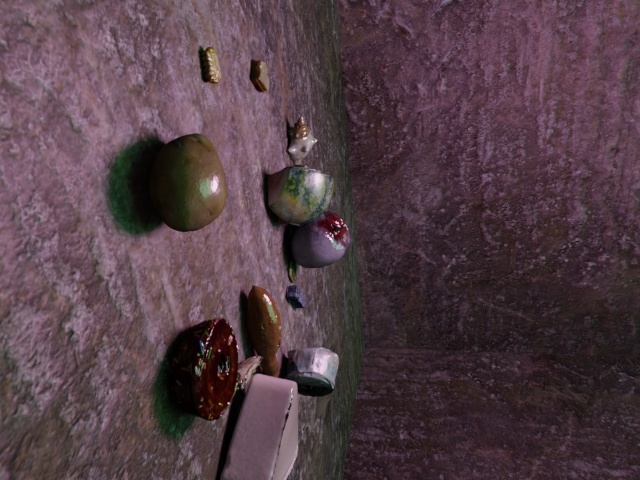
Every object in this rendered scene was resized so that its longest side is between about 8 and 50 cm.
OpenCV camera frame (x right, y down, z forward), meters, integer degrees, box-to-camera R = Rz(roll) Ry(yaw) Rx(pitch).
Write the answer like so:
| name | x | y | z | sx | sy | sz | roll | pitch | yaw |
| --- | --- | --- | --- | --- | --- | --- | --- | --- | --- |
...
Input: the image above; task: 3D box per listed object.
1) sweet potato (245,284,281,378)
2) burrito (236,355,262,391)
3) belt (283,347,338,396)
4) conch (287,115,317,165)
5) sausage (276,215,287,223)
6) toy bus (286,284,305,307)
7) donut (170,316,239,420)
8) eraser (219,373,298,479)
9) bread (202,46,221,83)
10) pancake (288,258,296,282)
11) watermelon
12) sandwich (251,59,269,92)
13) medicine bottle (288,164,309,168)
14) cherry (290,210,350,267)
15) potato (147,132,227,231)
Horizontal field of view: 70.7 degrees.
| name | x | y | z | sx | sy | sz | roll | pitch | yaw |
| --- | --- | --- | --- | --- | --- | --- | --- | --- | --- |
| sweet potato | -0.173 | 0.315 | 1.433 | 0.109 | 0.109 | 0.386 | -64 | 151 | -64 |
| burrito | -0.220 | 0.384 | 1.305 | 0.229 | 0.063 | 0.058 | 5 | 75 | -79 |
| belt | -0.039 | 0.520 | 1.782 | 0.258 | 0.206 | 0.150 | 101 | -3 | -55 |
| conch | -0.080 | -0.403 | 1.888 | 0.137 | 0.114 | 0.234 | -36 | 131 | -58 |
| sausage | -0.138 | -0.107 | 1.713 | 0.054 | 0.058 | 0.094 | 110 | -20 | -72 |
| toy bus | -0.101 | 0.238 | 1.883 | 0.166 | 0.047 | 0.065 | 68 | 20 | -62 |
| donut | -0.265 | 0.295 | 1.053 | 0.235 | 0.089 | 0.235 | -1 | 90 | -76 |
| eraser | -0.167 | 0.598 | 1.297 | 0.331 | 0.149 | 0.332 | 7 | 90 | -80 |
| bread | -0.281 | -0.447 | 1.155 | 0.049 | 0.033 | 0.088 | -39 | 124 | -56 |
| pancake | -0.116 | 0.126 | 1.893 | 0.108 | 0.017 | 0.108 | -4 | 90 | -80 |
| watermelon | -0.051 | -0.173 | 1.681 | 0.305 | 0.224 | 0.180 | 11 | 32 | -52 |
| sandwich | -0.200 | -0.552 | 1.516 | 0.105 | 0.035 | 0.093 | 55 | 35 | -69 |
| medicine bottle | -0.092 | -0.240 | 1.855 | 0.188 | 0.088 | 0.132 | -66 | 152 | -62 |
| cherry | 0.000 | 0.000 | 1.855 | 0.218 | 0.296 | 0.255 | 48 | 37 | -1 |
| potato | -0.268 | -0.121 | 0.930 | 0.178 | 0.160 | 0.235 | -52 | -145 | 41 |
